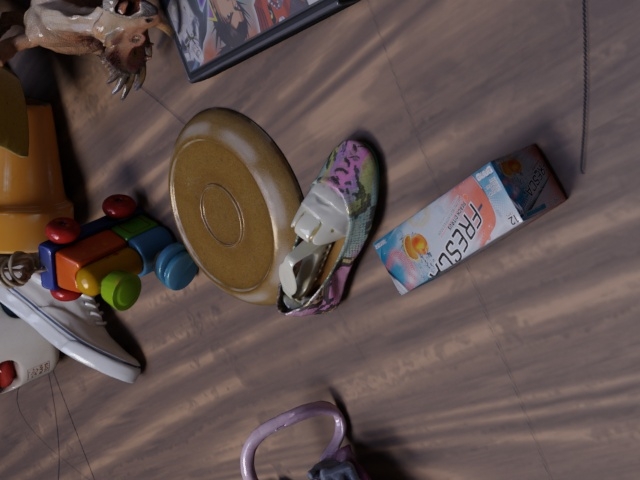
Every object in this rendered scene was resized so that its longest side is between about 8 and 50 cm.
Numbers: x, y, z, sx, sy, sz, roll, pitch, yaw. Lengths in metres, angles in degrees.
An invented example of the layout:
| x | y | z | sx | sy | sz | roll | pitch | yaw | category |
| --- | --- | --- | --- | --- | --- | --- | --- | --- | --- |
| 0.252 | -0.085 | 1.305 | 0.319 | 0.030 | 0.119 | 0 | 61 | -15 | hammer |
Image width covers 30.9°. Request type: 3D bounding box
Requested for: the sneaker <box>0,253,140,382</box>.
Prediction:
| x | y | z | sx | sy | sz | roll | pitch | yaw | category |
| --- | --- | --- | --- | --- | --- | --- | --- | --- | --- |
| -0.347 | 0.101 | 1.618 | 0.258 | 0.091 | 0.094 | 34 | 178 | 11 | sneaker |

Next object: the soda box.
| x | y | z | sx | sy | sz | roll | pitch | yaw | category |
| --- | --- | --- | --- | --- | --- | --- | --- | --- | --- |
| 0.127 | -0.015 | 1.018 | 0.183 | 0.063 | 0.058 | -38 | 78 | 51 | soda box |

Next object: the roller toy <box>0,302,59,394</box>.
| x | y | z | sx | sy | sz | roll | pitch | yaw | category |
| --- | --- | --- | --- | --- | --- | --- | --- | --- | --- |
| -0.485 | 0.133 | 1.753 | 0.191 | 0.146 | 0.209 | 14 | 122 | 58 | roller toy |

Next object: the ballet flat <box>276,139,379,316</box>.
| x | y | z | sx | sy | sz | roll | pitch | yaw | category |
| --- | --- | --- | --- | --- | --- | --- | --- | --- | --- |
| 0.000 | 0.000 | 1.164 | 0.077 | 0.079 | 0.221 | 44 | 137 | 27 | ballet flat |

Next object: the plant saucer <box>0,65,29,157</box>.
| x | y | z | sx | sy | sz | roll | pitch | yaw | category |
| --- | --- | --- | --- | --- | --- | --- | --- | --- | --- |
| -0.497 | -0.254 | 1.322 | 0.333 | 0.333 | 0.081 | 39 | 91 | 18 | plant saucer |

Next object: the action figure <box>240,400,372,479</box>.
| x | y | z | sx | sy | sz | roll | pitch | yaw | category |
| --- | --- | --- | --- | --- | --- | --- | --- | --- | --- |
| -0.025 | 0.412 | 1.302 | 0.275 | 0.248 | 0.370 | -115 | 10 | -45 | action figure |

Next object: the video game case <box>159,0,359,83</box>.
| x | y | z | sx | sy | sz | roll | pitch | yaw | category |
| --- | --- | --- | --- | --- | --- | --- | --- | --- | --- |
| -0.095 | -0.310 | 1.148 | 0.275 | 0.035 | 0.248 | -15 | 98 | 52 | video game case |

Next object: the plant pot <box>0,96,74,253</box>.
| x | y | z | sx | sy | sz | roll | pitch | yaw | category |
| --- | --- | --- | --- | --- | --- | --- | --- | --- | --- |
| -0.430 | -0.096 | 1.545 | 0.205 | 0.205 | 0.187 | 17 | 106 | 44 | plant pot |

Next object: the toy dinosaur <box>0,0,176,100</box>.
| x | y | z | sx | sy | sz | roll | pitch | yaw | category |
| --- | --- | --- | --- | --- | --- | --- | --- | --- | --- |
| -0.270 | -0.247 | 1.316 | 0.295 | 0.201 | 0.127 | -111 | 31 | -67 | toy dinosaur |

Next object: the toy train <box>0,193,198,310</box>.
| x | y | z | sx | sy | sz | roll | pitch | yaw | category |
| --- | --- | --- | --- | --- | --- | --- | --- | --- | --- |
| -0.276 | 0.043 | 1.381 | 0.143 | 0.248 | 0.105 | 26 | 127 | 34 | toy train |

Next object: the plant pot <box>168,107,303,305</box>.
| x | y | z | sx | sy | sz | roll | pitch | yaw | category |
| --- | --- | --- | --- | --- | --- | --- | --- | --- | --- |
| -0.103 | -0.032 | 1.308 | 0.236 | 0.032 | 0.236 | 27 | 128 | 40 | plant pot |
